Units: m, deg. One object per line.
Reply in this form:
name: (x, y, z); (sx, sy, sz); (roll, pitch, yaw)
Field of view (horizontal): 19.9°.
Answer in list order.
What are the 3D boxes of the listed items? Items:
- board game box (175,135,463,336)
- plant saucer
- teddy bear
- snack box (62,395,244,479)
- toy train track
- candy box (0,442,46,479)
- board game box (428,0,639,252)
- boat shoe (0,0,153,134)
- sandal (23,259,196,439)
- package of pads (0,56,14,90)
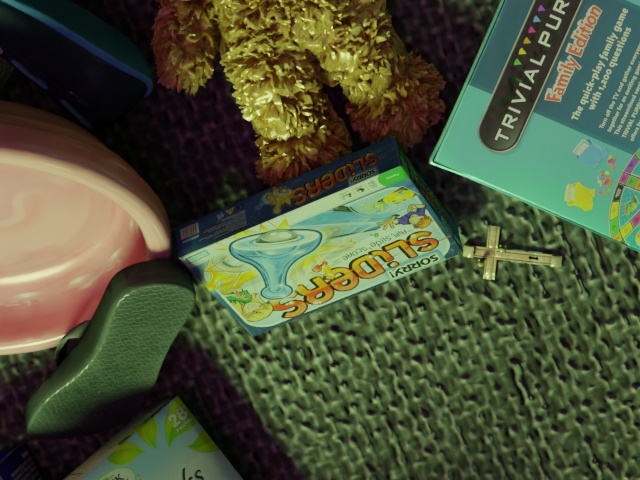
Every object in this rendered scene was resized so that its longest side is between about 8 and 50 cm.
board game box: (0.000, 0.000, 1.512); (0.201, 0.035, 0.136); (-23, 140, 15)
plant saucer: (-0.289, -0.014, 1.491); (0.332, 0.084, 0.332); (-4, 149, -3)
teddy bear: (-0.032, -0.200, 1.461); (0.245, 0.113, 0.338); (-8, 105, 9)
snack box: (-0.155, 0.265, 1.575); (0.207, 0.070, 0.174); (-40, 98, -27)
toy train track: (0.162, 0.014, 1.539); (0.083, 0.014, 0.048); (6, 107, 7)
candy box: (-0.319, 0.385, 1.659); (0.268, 0.122, 0.317); (-25, 94, 14)
board game box: (0.291, -0.115, 1.447); (0.336, 0.079, 0.253); (24, 108, 2)
boat shoe: (-0.250, -0.161, 1.409); (0.258, 0.109, 0.089); (35, 110, -20)
sandal: (-0.179, 0.092, 1.568); (0.097, 0.054, 0.254); (7, 138, -34)
package of pads: (-0.345, -0.278, 1.495); (0.296, 0.101, 0.229); (33, 110, -2)
